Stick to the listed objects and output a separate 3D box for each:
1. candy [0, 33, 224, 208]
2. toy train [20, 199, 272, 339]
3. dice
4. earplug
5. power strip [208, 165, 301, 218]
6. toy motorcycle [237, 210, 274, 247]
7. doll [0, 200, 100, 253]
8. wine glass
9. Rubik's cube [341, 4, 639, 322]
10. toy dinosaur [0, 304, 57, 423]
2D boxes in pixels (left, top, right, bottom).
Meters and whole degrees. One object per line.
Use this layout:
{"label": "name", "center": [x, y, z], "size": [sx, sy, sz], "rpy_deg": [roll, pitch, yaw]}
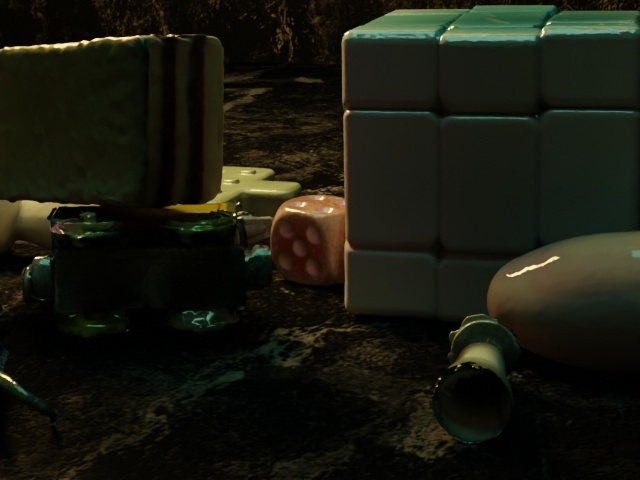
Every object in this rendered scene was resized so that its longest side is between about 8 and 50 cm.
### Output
{"label": "candy", "center": [-0.244, -0.128, 1.505], "size": [0.321, 0.179, 0.135], "rpy_deg": [3, 8, 43]}
{"label": "toy train", "center": [-0.182, 0.025, 1.480], "size": [0.261, 0.134, 0.177], "rpy_deg": [-1, 14, -3]}
{"label": "dice", "center": [0.000, 0.000, 1.657], "size": [0.091, 0.094, 0.093], "rpy_deg": [13, 18, 32]}
{"label": "earplug", "center": [0.305, 0.060, 1.315], "size": [0.301, 0.172, 0.172], "rpy_deg": [-1, 13, 25]}
{"label": "power strip", "center": [-0.124, -0.058, 1.958], "size": [0.194, 0.059, 0.265], "rpy_deg": [3, 14, 16]}
{"label": "toy motorcycle", "center": [-0.150, -0.001, 1.729], "size": [0.193, 0.061, 0.124], "rpy_deg": [-11, 11, -17]}
{"label": "doll", "center": [-0.501, -0.088, 1.713], "size": [0.376, 0.187, 0.365], "rpy_deg": [-12, -25, 27]}
{"label": "wine glass", "center": [0.138, 0.120, 1.230], "size": [0.072, 0.072, 0.155], "rpy_deg": [2, 14, 10]}
{"label": "Rubik's cube", "center": [0.205, -0.097, 1.576], "size": [0.316, 0.318, 0.322], "rpy_deg": [2, 14, 14]}
{"label": "toy dinosaur", "center": [-0.348, 0.100, 1.311], "size": [0.147, 0.076, 0.363], "rpy_deg": [1, 9, -22]}
